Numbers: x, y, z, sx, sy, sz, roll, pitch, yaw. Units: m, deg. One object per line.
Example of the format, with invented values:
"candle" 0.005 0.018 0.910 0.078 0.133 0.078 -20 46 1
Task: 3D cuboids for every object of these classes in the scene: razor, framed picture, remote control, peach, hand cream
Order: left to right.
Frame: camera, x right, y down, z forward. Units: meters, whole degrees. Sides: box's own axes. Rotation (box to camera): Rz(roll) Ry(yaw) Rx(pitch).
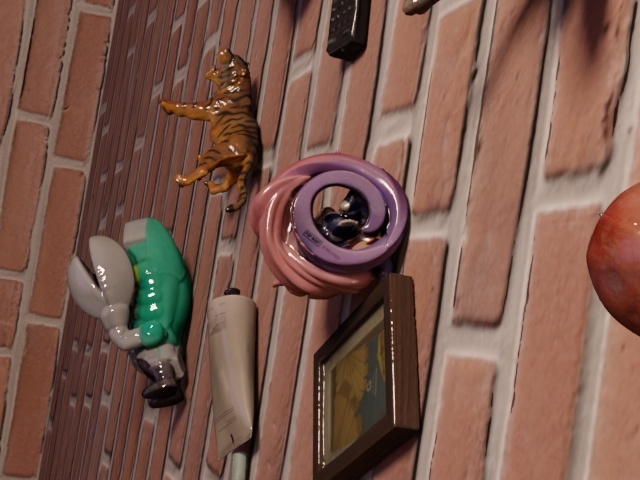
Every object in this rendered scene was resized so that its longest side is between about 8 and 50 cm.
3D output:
"hand cream" -0.094 0.137 1.306 0.087 0.054 0.186 -42 44 51
"razor" -0.085 0.305 1.211 0.084 0.036 0.211 123 150 -46
"remote control" 0.037 -0.296 1.181 0.063 0.025 0.245 157 122 -67
"framed picture" 0.033 0.119 0.976 0.168 0.023 0.128 128 147 -55
"peach" 0.164 0.010 0.562 0.083 0.083 0.083 -170 90 -72

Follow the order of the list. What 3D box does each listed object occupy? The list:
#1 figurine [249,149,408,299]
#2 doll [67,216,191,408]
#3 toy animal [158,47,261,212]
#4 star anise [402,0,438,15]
"figurine" -0.003 0.005 1.008 0.114 0.126 0.157 -55 1 -38
"doll" -0.249 0.087 1.623 0.258 0.153 0.195 -102 0 -58
"toy animal" -0.105 -0.104 1.430 0.116 0.114 0.255 -29 42 10
"star anise" 0.137 -0.228 0.748 0.231 0.089 0.209 -28 42 60
